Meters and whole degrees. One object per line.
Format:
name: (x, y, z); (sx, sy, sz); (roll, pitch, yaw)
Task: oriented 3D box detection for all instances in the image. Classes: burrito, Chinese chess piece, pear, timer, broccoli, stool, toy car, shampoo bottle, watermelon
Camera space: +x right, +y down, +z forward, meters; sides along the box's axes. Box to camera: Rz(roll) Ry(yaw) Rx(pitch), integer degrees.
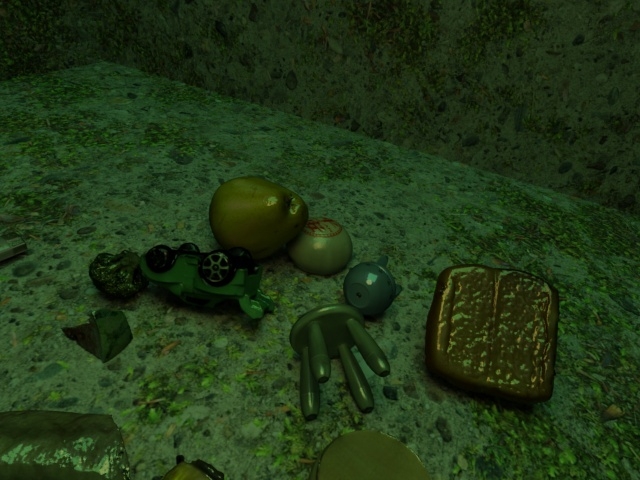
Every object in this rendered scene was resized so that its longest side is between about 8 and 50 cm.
burrito: (-0.476, 0.388, 0.788); (0.346, 0.107, 0.175); (8, 34, 0)
Chinese chess piece: (0.097, 0.485, 0.812); (0.249, 0.103, 0.250); (8, 33, -5)
pear: (-0.196, -0.084, 1.378); (0.336, 0.285, 0.285); (-22, 29, 17)
timer: (0.155, 0.139, 1.329); (0.175, 0.176, 0.255); (18, 7, 10)
broccoli: (-0.550, 0.094, 1.188); (0.162, 0.138, 0.146); (43, 13, -27)
stool: (0.034, 0.283, 1.018); (0.195, 0.196, 0.199); (1, 39, -15)
toy car: (-0.307, 0.103, 1.194); (0.357, 0.177, 0.213); (5, 1, 5)
shampoo bottle: (-0.953, 0.045, 1.197); (0.086, 0.056, 0.227); (25, 36, 24)
watermelon: (-0.536, 0.233, 1.058); (0.158, 0.121, 0.098); (-25, 2, 26)

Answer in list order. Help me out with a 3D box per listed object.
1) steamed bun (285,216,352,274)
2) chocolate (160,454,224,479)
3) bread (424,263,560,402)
steamed bun: (0.000, 0.000, 1.462); (0.231, 0.145, 0.232); (8, 34, -5)
chocolate: (-0.307, 0.521, 0.590); (0.162, 0.162, 0.445); (27, 38, 22)
bread: (0.444, 0.238, 1.149); (0.327, 0.148, 0.338); (8, 72, 7)
